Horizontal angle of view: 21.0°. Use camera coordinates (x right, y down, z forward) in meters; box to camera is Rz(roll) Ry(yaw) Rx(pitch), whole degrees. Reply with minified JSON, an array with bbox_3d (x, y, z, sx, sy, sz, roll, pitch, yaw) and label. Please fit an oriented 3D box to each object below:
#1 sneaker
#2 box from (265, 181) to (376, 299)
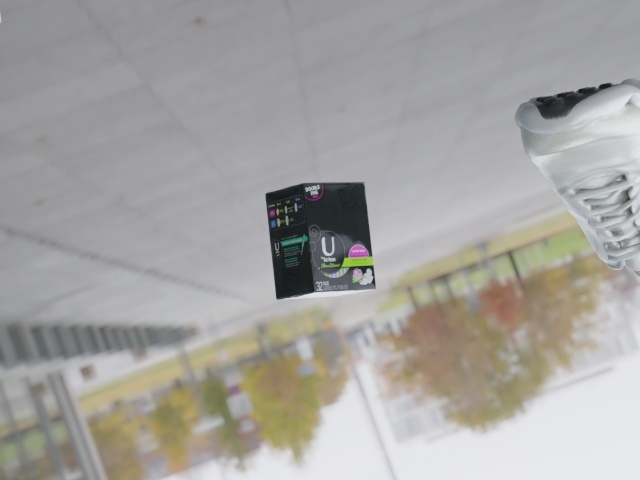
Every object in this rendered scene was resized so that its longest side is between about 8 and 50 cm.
[{"bbox_3d":[0.226,-0.043,1.281,0.110,0.118,0.292,-9,167,25],"label":"sneaker"},{"bbox_3d":[0.000,0.000,1.305,0.062,0.083,0.052,-1,173,-38],"label":"box"}]
